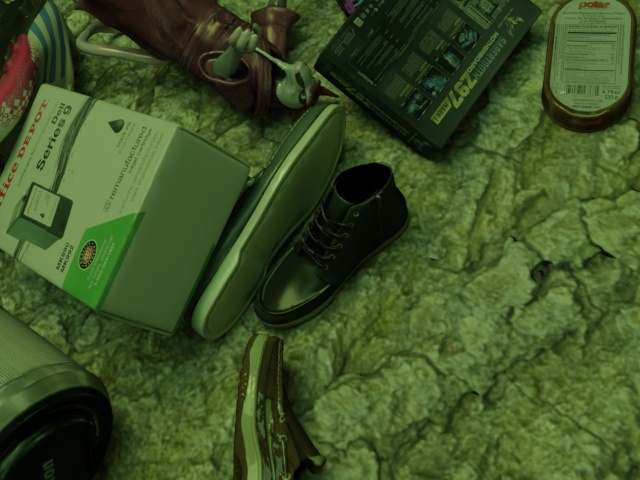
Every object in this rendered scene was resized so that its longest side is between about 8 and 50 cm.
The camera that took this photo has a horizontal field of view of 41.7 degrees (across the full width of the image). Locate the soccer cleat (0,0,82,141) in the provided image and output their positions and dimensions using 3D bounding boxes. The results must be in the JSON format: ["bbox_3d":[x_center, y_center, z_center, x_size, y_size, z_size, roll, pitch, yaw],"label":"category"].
[{"bbox_3d":[-0.383,-0.202,1.101,0.116,0.143,0.331,-19,43,20],"label":"soccer cleat"}]

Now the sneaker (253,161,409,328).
[{"bbox_3d":[0.000,0.000,0.952,0.222,0.118,0.083,-42,62,-8],"label":"sneaker"}]

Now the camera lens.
[{"bbox_3d":[-0.381,0.184,0.904,0.274,0.219,0.219,29,75,24],"label":"camera lens"}]

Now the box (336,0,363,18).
[{"bbox_3d":[0.072,-0.353,1.135,0.116,0.029,0.162,-25,46,2],"label":"box"}]

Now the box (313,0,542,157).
[{"bbox_3d":[0.132,-0.246,1.027,0.183,0.059,0.232,37,78,-4],"label":"box"}]

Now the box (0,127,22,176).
[{"bbox_3d":[-0.476,-0.176,1.095,0.058,0.232,0.322,-11,63,11],"label":"box"}]

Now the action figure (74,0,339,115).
[{"bbox_3d":[-0.150,-0.246,1.073,0.370,0.275,0.248,38,38,1],"label":"action figure"}]

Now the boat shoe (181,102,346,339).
[{"bbox_3d":[-0.082,-0.040,0.996,0.099,0.116,0.319,28,81,24],"label":"boat shoe"}]

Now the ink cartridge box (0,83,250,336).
[{"bbox_3d":[-0.249,-0.044,0.969,0.289,0.121,0.211,21,86,42],"label":"ink cartridge box"}]

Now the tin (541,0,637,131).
[{"bbox_3d":[0.328,-0.221,1.022,0.106,0.040,0.189,6,66,13],"label":"tin"}]

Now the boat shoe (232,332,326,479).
[{"bbox_3d":[-0.041,0.226,0.880,0.095,0.095,0.257,3,71,1],"label":"boat shoe"}]
